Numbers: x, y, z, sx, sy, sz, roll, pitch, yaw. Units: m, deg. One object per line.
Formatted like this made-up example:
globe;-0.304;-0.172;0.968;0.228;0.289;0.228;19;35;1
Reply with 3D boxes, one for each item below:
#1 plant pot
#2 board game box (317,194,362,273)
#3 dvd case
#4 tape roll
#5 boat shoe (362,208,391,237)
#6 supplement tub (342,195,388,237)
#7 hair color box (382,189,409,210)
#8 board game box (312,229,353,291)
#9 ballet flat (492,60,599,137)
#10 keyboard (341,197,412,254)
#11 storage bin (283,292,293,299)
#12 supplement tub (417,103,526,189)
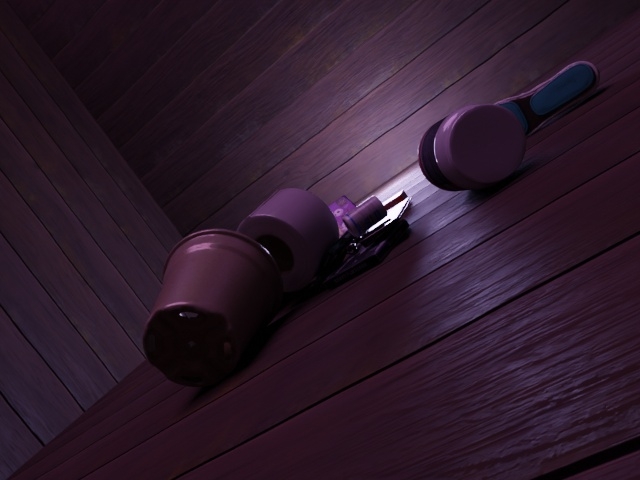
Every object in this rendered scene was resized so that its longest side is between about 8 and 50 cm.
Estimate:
plant pot;-0.276;0.179;1.306;0.334;0.334;0.305;-34;16;16
board game box;0.000;0.000;1.830;0.347;0.056;0.208;-36;39;-5
dvd case;0.124;0.033;1.389;0.179;0.029;0.239;-33;4;35
tape roll;-0.090;-0.001;1.470;0.246;0.246;0.169;-32;12;40
boat shoe;0.185;-0.053;1.710;0.135;0.050;0.045;-36;10;-10
supplement tub;0.119;-0.064;1.425;0.107;0.071;0.071;-36;4;-5
hair color box;0.233;-0.106;1.881;0.167;0.053;0.093;-32;7;24
board game box;0.039;0.053;1.481;0.186;0.026;0.126;-43;-22;-61
ballet flat;0.601;-0.365;1.524;0.400;0.139;0.139;-28;8;32
keyboard;0.160;-0.034;1.467;0.202;0.033;0.317;-33;3;21
storage bin;-0.085;0.120;1.662;0.135;0.098;0.091;-61;3;30
supplement tub;0.347;-0.213;1.249;0.191;0.191;0.272;-36;4;1
